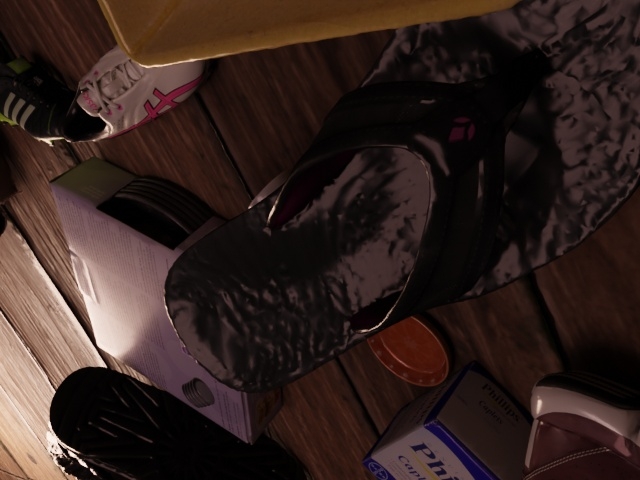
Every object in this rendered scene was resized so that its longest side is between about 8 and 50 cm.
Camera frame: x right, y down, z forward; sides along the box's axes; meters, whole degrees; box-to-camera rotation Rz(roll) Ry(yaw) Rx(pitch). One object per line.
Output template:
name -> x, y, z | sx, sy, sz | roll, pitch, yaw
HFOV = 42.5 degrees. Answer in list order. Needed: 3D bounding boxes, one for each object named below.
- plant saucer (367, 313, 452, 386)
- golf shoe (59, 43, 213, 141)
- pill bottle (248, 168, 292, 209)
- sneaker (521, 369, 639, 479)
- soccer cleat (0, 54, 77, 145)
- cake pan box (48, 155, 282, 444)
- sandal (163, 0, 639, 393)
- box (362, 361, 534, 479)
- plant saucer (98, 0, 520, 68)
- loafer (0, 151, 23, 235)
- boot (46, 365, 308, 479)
plant saucer -> 0.075, 0.088, 0.697 | 0.083, 0.013, 0.083 | 27, 139, 27
golf shoe -> -0.152, -0.126, 0.671 | 0.067, 0.086, 0.186 | 54, 142, -6
pill bottle -> 0.000, 0.000, 0.650 | 0.116, 0.065, 0.065 | 46, 143, 4
sneaker -> 0.244, 0.200, 0.503 | 0.281, 0.106, 0.162 | 21, 98, 43
soccer cleat -> -0.279, -0.141, 0.807 | 0.179, 0.060, 0.072 | 18, 133, 38
cake pan box -> -0.158, 0.061, 0.863 | 0.246, 0.070, 0.266 | 23, 137, 27
sandal -> 0.031, -0.003, 0.519 | 0.167, 0.107, 0.446 | 49, 129, 1
box -> 0.123, 0.190, 0.693 | 0.126, 0.072, 0.137 | 44, 143, 4
plant saucer -> -0.053, -0.274, 0.442 | 0.333, 0.081, 0.332 | 4, 125, 43
loafer -> -0.486, -0.025, 1.054 | 0.130, 0.134, 0.366 | 52, 143, -5
boot -> -0.184, 0.283, 1.032 | 0.348, 0.131, 0.260 | 33, 152, -1
